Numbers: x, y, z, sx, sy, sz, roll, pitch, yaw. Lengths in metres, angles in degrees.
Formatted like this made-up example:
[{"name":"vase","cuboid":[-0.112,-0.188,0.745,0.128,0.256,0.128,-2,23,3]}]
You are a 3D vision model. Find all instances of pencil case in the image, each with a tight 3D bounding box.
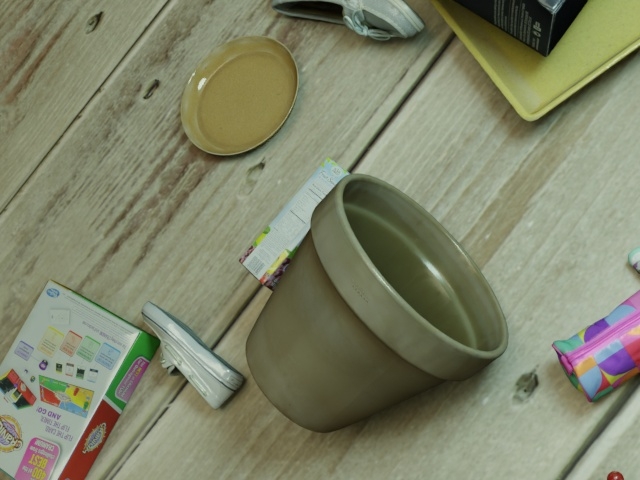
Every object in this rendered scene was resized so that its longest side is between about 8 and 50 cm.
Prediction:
[{"name":"pencil case","cuboid":[0.423,0.114,1.337,0.236,0.104,0.104,-37,58,10]}]

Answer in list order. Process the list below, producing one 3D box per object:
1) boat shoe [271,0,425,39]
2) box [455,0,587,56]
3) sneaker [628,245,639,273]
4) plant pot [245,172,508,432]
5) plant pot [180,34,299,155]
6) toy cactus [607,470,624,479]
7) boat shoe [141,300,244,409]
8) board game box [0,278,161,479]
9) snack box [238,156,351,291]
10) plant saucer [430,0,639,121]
[{"name":"boat shoe","cuboid":[0.043,-0.397,1.727,0.320,0.118,0.103,31,91,36]},{"name":"box","cuboid":[0.297,-0.505,1.462,0.312,0.179,0.343,36,87,13]},{"name":"sneaker","cuboid":[0.478,0.024,1.386,0.098,0.038,0.069,-37,59,19]},{"name":"plant pot","cuboid":[0.053,0.116,1.421,0.280,0.323,0.323,-45,56,22]},{"name":"plant pot","cuboid":[-0.139,-0.253,1.802,0.236,0.032,0.236,-10,65,23]},{"name":"toy cactus","cuboid":[0.437,0.387,1.235,0.219,0.112,0.180,17,97,28]},{"name":"boat shoe","cuboid":[-0.225,0.184,1.634,0.226,0.083,0.076,36,87,32]},{"name":"board game box","cuboid":[-0.446,0.254,1.725,0.242,0.064,0.316,25,82,32]},{"name":"snack box","cuboid":[0.000,0.000,1.546,0.070,0.174,0.207,40,90,33]},{"name":"plant saucer","cuboid":[0.378,-0.374,1.570,0.333,0.081,0.332,-36,59,10]}]
